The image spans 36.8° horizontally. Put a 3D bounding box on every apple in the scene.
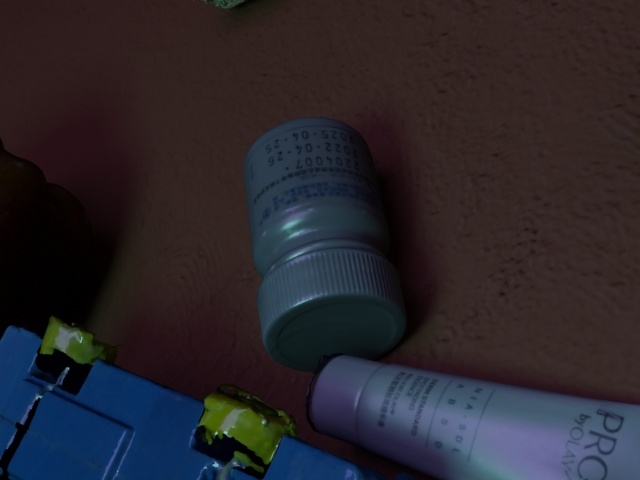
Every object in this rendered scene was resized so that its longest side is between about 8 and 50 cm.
[{"bbox_3d":[-0.373,0.037,0.883,0.288,0.288,0.317,21,67,46],"label":"apple"}]

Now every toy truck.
[{"bbox_3d":[-0.102,0.168,0.645,0.384,0.162,0.161,10,71,43],"label":"toy truck"}]

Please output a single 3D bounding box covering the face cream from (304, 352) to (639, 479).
[{"bbox_3d":[0.101,0.120,0.582,0.243,0.058,0.092,9,66,37],"label":"face cream"}]

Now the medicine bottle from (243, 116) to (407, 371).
[{"bbox_3d":[0.000,0.000,0.704,0.105,0.105,0.168,-29,48,24],"label":"medicine bottle"}]

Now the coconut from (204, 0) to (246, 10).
[{"bbox_3d":[-0.083,-0.296,0.954,0.122,0.116,0.116,-19,53,37],"label":"coconut"}]
